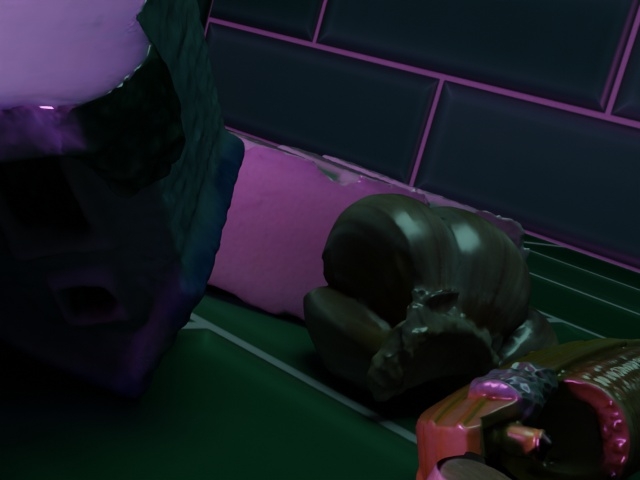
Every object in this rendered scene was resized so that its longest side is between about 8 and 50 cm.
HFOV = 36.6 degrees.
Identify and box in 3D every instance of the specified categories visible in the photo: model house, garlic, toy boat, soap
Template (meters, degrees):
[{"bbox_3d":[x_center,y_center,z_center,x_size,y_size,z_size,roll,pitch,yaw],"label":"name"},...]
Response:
[{"bbox_3d":[-0.197,-0.019,0.622,0.295,0.329,0.252,-5,44,6],"label":"model house"},{"bbox_3d":[0.099,0.049,0.790,0.214,0.160,0.191,9,16,-24],"label":"garlic"},{"bbox_3d":[0.169,0.116,0.633,0.115,0.089,0.310,-3,-1,34],"label":"toy boat"},{"bbox_3d":[0.000,0.000,0.914,0.258,0.159,0.302,13,6,-38],"label":"soap"}]

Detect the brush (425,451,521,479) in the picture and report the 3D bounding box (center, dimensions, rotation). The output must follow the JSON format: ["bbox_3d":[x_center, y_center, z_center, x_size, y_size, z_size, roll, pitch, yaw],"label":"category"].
[{"bbox_3d":[0.167,0.196,0.360,0.327,0.065,0.070,31,8,26],"label":"brush"}]
